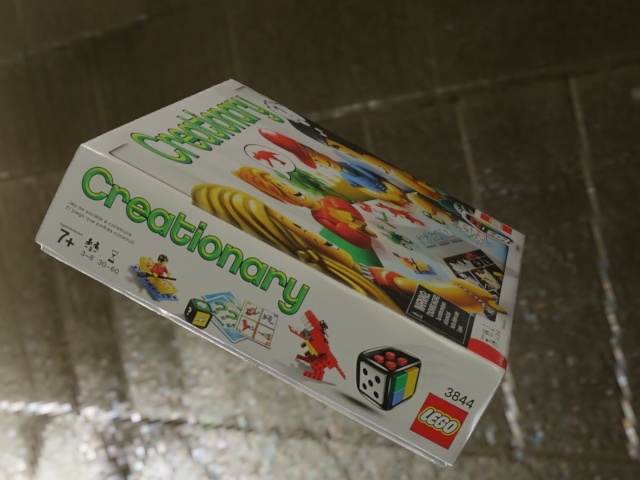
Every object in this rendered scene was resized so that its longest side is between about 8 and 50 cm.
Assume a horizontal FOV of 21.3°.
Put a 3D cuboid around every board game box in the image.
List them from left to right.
[{"bbox_3d":[0.000,0.000,0.818,0.193,0.305,0.053,28,103,2],"label":"board game box"}]
